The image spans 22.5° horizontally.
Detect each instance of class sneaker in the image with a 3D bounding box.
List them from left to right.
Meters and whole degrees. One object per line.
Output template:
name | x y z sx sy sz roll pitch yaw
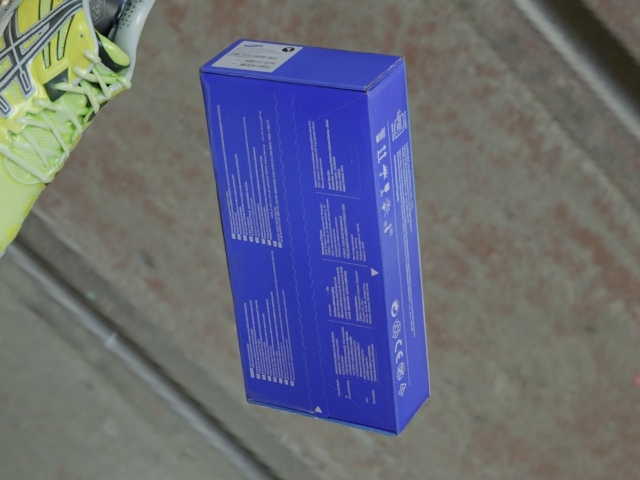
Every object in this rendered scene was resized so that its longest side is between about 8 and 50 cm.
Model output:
sneaker | -0.274 -0.153 1.578 0.147 0.385 0.145 8 162 41

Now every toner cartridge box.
toner cartridge box | 0.000 0.000 1.428 0.165 0.075 0.348 11 123 27
